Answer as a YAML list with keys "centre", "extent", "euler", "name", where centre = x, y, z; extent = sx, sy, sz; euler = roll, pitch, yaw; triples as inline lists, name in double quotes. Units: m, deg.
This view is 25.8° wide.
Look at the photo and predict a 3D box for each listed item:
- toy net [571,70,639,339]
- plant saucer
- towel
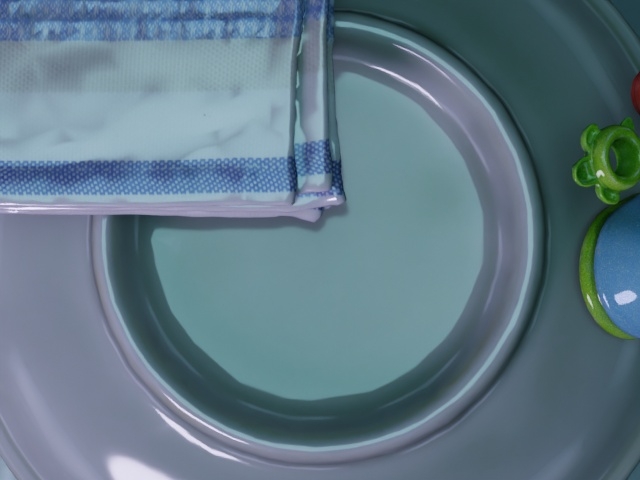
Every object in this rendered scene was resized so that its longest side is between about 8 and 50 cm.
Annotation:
- centre: [0.204, -0.055, 0.689]
  extent: [0.232, 0.045, 0.122]
  euler: [-38, 107, -28]
  name: "toy net"
- centre: [0.000, 0.000, 0.697]
  extent: [0.400, 0.100, 0.400]
  euler: [0, 87, 1]
  name: "plant saucer"
- centre: [-0.095, -0.149, 0.640]
  extent: [0.209, 0.034, 0.285]
  euler: [-1, 86, 0]
  name: "towel"
